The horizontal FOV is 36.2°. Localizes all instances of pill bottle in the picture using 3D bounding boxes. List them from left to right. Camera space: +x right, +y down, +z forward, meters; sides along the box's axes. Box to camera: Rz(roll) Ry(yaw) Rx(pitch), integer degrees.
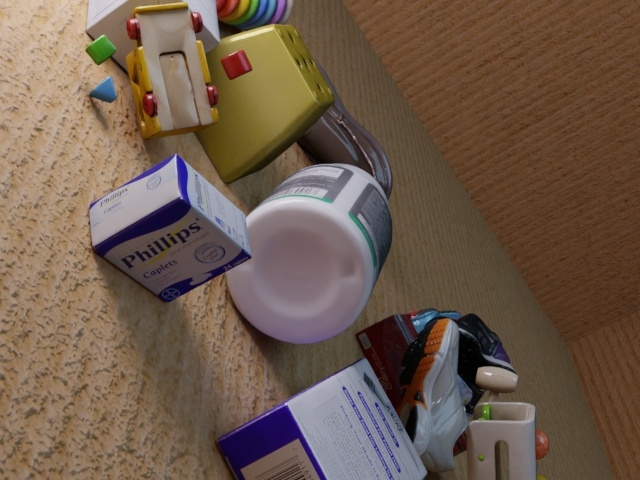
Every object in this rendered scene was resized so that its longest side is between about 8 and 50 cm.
[{"bbox_3d":[0.000,0.000,1.450,0.204,0.204,0.361,59,17,-7],"label":"pill bottle"}]

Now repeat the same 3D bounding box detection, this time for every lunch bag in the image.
[{"bbox_3d":[0.247,0.297,1.910,0.071,0.083,0.053,48,21,-36],"label":"lunch bag"}]

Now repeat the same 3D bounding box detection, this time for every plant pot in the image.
[{"bbox_3d":[-0.100,-0.240,1.581,0.212,0.187,0.212,59,16,-3],"label":"plant pot"}]

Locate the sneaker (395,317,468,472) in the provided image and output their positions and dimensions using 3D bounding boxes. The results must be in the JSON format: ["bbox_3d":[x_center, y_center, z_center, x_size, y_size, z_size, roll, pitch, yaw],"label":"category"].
[{"bbox_3d":[0.196,0.260,1.624,0.121,0.099,0.262,30,63,-23],"label":"sneaker"}]

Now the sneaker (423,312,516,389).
[{"bbox_3d":[0.277,0.195,1.935,0.283,0.107,0.124,37,32,-45],"label":"sneaker"}]

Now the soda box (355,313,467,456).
[{"bbox_3d":[0.163,0.262,1.717,0.263,0.083,0.092,65,18,13],"label":"soda box"}]

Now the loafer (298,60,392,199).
[{"bbox_3d":[0.005,-0.207,2.000,0.130,0.134,0.366,-19,69,-50],"label":"loafer"}]

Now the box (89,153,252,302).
[{"bbox_3d":[-0.168,-0.010,1.104,0.137,0.126,0.072,43,25,-45],"label":"box"}]

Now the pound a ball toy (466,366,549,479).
[{"bbox_3d":[0.335,0.396,1.710,0.208,0.135,0.319,-21,110,-74],"label":"pound a ball toy"}]

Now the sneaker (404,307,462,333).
[{"bbox_3d":[0.232,0.213,2.028,0.262,0.104,0.125,12,65,-61],"label":"sneaker"}]

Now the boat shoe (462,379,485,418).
[{"bbox_3d":[0.316,0.327,2.066,0.183,0.083,0.065,33,32,-59],"label":"boat shoe"}]

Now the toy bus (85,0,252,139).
[{"bbox_3d":[-0.210,-0.232,1.309,0.191,0.202,0.104,37,-18,-20],"label":"toy bus"}]

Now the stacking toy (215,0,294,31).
[{"bbox_3d":[-0.168,-0.473,1.881,0.141,0.141,0.330,61,20,2],"label":"stacking toy"}]

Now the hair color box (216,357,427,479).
[{"bbox_3d":[0.015,0.272,1.220,0.185,0.110,0.339,62,18,7],"label":"hair color box"}]

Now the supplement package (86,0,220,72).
[{"bbox_3d":[-0.244,-0.361,1.435,0.134,0.139,0.244,46,23,-38],"label":"supplement package"}]
